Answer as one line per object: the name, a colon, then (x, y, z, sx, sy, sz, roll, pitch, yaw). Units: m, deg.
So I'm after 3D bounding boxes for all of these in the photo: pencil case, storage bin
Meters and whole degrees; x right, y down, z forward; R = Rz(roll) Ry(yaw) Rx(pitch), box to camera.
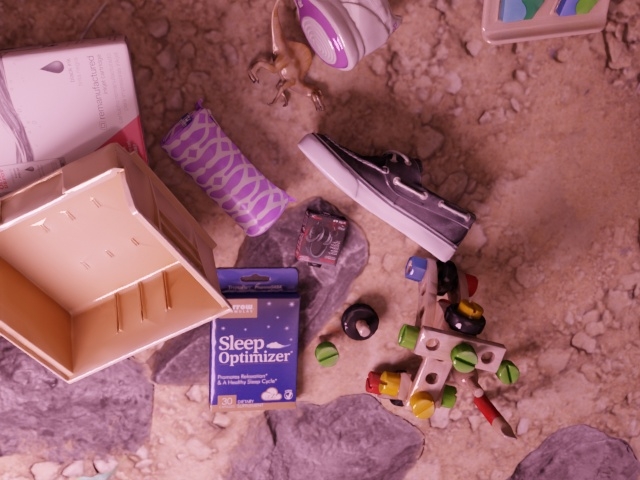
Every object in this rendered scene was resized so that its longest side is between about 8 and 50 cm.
pencil case: (-0.134, -0.099, 1.241, 0.206, 0.086, 0.088, 48, 69, -20)
storage bin: (-0.297, 0.034, 1.146, 0.262, 0.123, 0.260, -24, 139, 10)

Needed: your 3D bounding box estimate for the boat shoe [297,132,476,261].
boat shoe: (0.105, -0.084, 1.276, 0.301, 0.108, 0.102, 34, 98, -20)

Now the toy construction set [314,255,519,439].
toy construction set: (0.196, 0.196, 1.305, 0.309, 0.237, 0.257, 41, 95, -19)

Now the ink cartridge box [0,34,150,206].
ink cartridge box: (-0.379, -0.149, 1.158, 0.283, 0.117, 0.207, -10, 108, -8)

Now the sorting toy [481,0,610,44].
sorting toy: (0.328, -0.379, 1.228, 0.193, 0.038, 0.208, -8, 130, -5)

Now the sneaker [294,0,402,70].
sneaker: (0.007, -0.391, 1.183, 0.152, 0.114, 0.305, -34, 111, -19)

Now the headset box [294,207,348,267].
headset box: (0.000, 0.000, 1.319, 0.062, 0.032, 0.083, 13, 102, -14)

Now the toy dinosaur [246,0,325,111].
toy dinosaur: (-0.057, -0.251, 1.225, 0.093, 0.053, 0.183, -33, 126, -7)

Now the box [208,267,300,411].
box: (-0.102, 0.154, 1.344, 0.136, 0.036, 0.225, -1, 105, -11)
